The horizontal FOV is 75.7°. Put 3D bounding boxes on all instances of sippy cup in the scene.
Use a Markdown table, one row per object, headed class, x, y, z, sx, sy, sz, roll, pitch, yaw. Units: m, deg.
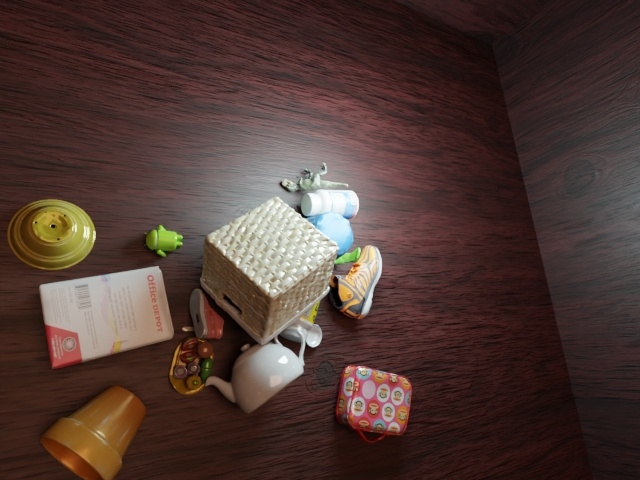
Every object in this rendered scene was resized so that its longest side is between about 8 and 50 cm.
| class | x | y | z | sx | sy | sz | roll | pitch | yaw |
| --- | --- | --- | --- | --- | --- | --- | --- | --- | --- |
| sippy cup | 0.000 | 0.000 | 1.570 | 0.306 | 0.224 | 0.239 | -15 | 84 | -35 |

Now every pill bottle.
| class | x | y | z | sx | sy | sz | roll | pitch | yaw |
| --- | --- | --- | --- | --- | --- | --- | --- | --- | --- |
| pill bottle | 0.036 | -0.147 | 1.699 | 0.222 | 0.124 | 0.124 | -2 | 76 | -32 |
| pill bottle | -0.073 | 0.257 | 1.507 | 0.119 | 0.119 | 0.208 | 28 | 63 | -22 |

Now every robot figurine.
| class | x | y | z | sx | sy | sz | roll | pitch | yaw |
| --- | --- | --- | --- | --- | --- | --- | --- | --- | --- |
| robot figurine | -0.513 | 0.001 | 1.343 | 0.115 | 0.067 | 0.101 | 6 | 66 | -31 |

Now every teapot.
| class | x | y | z | sx | sy | sz | roll | pitch | yaw |
| --- | --- | --- | --- | --- | --- | --- | --- | --- | --- |
| teapot | -0.188 | 0.413 | 1.330 | 0.187 | 0.252 | 0.256 | 53 | 22 | 15 |

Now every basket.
| class | x | y | z | sx | sy | sz | roll | pitch | yaw |
| --- | --- | --- | --- | --- | --- | --- | --- | --- | --- |
| basket | -0.170 | 0.088 | 1.340 | 0.328 | 0.266 | 0.331 | 39 | 52 | 21 |

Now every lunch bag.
| class | x | y | z | sx | sy | sz | roll | pitch | yaw |
| --- | --- | --- | --- | --- | --- | --- | --- | --- | --- |
| lunch bag | 0.204 | 0.626 | 1.563 | 0.293 | 0.120 | 0.257 | 23 | 64 | -25 |

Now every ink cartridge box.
| class | x | y | z | sx | sy | sz | roll | pitch | yaw |
| --- | --- | --- | --- | --- | --- | --- | --- | --- | --- |
| ink cartridge box | -0.608 | 0.216 | 1.179 | 0.307 | 0.131 | 0.225 | -8 | 79 | -35 |

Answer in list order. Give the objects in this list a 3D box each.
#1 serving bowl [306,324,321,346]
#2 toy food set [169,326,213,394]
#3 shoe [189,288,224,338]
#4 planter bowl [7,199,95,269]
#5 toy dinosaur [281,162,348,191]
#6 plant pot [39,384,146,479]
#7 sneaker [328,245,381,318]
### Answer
| class | x | y | z | sx | sy | sz | roll | pitch | yaw |
| --- | --- | --- | --- | --- | --- | --- | --- | --- | --- |
| serving bowl | -0.034 | 0.357 | 1.550 | 0.083 | 0.027 | 0.083 | 7 | 80 | -44 |
| toy food set | -0.394 | 0.373 | 1.299 | 0.128 | 0.071 | 0.217 | 18 | 66 | -27 |
| shoe | -0.372 | 0.242 | 1.349 | 0.081 | 0.063 | 0.177 | 21 | 38 | -47 |
| planter bowl | -0.767 | -0.030 | 1.181 | 0.217 | 0.090 | 0.216 | 10 | 71 | -29 |
| toy dinosaur | -0.022 | -0.254 | 1.696 | 0.269 | 0.064 | 0.118 | -2 | 60 | 5 |
| plant pot | -0.574 | 0.498 | 1.085 | 0.205 | 0.205 | 0.188 | 48 | 42 | -11 |
| sneaker | 0.135 | 0.143 | 1.669 | 0.180 | 0.125 | 0.320 | 26 | 63 | -24 |
